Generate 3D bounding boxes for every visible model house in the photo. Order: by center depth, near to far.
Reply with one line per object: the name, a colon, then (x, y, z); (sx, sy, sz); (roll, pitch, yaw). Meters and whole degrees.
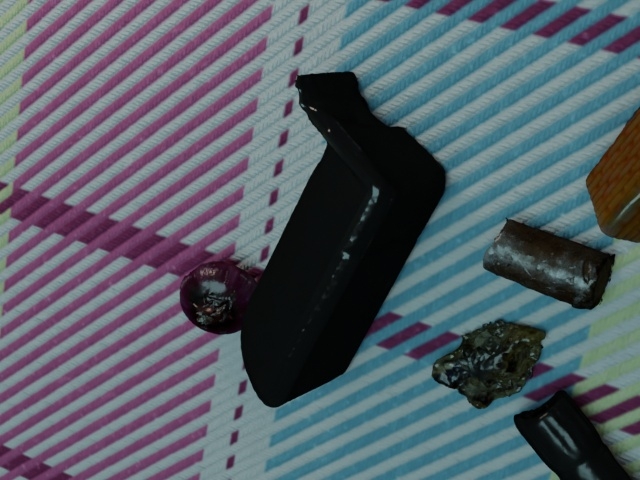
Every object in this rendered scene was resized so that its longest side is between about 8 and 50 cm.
model house: (0.407, -0.054, 1.143); (0.237, 0.237, 0.202); (46, 116, 9)

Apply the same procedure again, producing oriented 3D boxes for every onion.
onion: (-0.141, 0.083, 1.521); (0.115, 0.104, 0.115); (9, 122, 15)

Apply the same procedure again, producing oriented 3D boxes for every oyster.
oyster: (0.219, 0.154, 1.393); (0.103, 0.051, 0.148); (43, 107, 2)

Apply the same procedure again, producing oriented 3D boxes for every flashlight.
flashlight: (0.393, 0.364, 1.334); (0.103, 0.103, 0.424); (-42, 83, 28)

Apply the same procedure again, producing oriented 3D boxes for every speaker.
speaker: (0.000, 0.000, 1.398); (0.184, 0.180, 0.388); (36, 114, 22)

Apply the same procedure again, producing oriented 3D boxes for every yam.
yam: (0.274, 0.028, 1.319); (0.141, 0.079, 0.079); (23, 112, 21)
